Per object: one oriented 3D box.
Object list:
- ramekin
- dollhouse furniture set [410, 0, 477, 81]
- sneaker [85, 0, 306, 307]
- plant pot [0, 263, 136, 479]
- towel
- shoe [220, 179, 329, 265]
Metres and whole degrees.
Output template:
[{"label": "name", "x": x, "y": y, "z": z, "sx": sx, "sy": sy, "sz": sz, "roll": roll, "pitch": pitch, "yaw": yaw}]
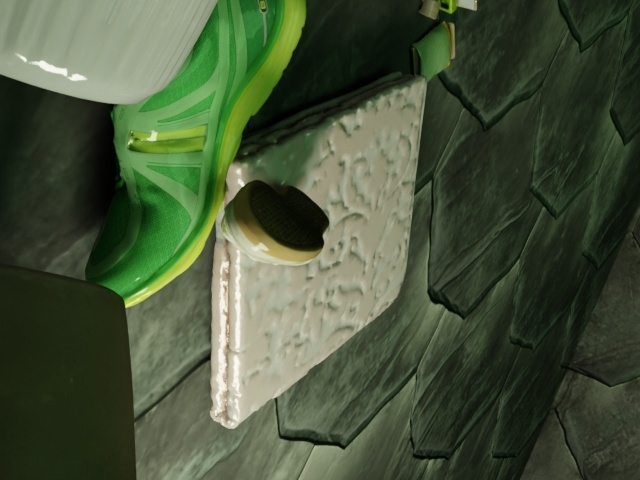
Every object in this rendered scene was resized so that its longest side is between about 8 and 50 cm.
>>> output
[{"label": "ramekin", "x": -0.150, "y": -0.155, "z": 0.449, "sx": 0.207, "sy": 0.207, "sz": 0.109, "roll": 2, "pitch": 117, "yaw": -58}, {"label": "dollhouse furniture set", "x": 0.147, "y": -0.248, "z": 0.992, "sx": 0.076, "sy": 0.058, "sz": 0.151, "roll": -45, "pitch": 143, "yaw": -32}, {"label": "sneaker", "x": -0.121, "y": -0.091, "z": 0.655, "sx": 0.123, "sy": 0.109, "sz": 0.295, "roll": 21, "pitch": 96, "yaw": -32}, {"label": "plant pot", "x": -0.214, "y": 0.134, "z": 0.530, "sx": 0.263, "sy": 0.263, "sz": 0.229, "roll": 27, "pitch": 67, "yaw": -60}, {"label": "towel", "x": 0.000, "y": 0.000, "z": 0.932, "sx": 0.332, "sy": 0.053, "sz": 0.317, "roll": -31, "pitch": 133, "yaw": -45}, {"label": "shoe", "x": -0.038, "y": -0.005, "z": 0.701, "sx": 0.058, "sy": 0.076, "sz": 0.219, "roll": -43, "pitch": 177, "yaw": 10}]
